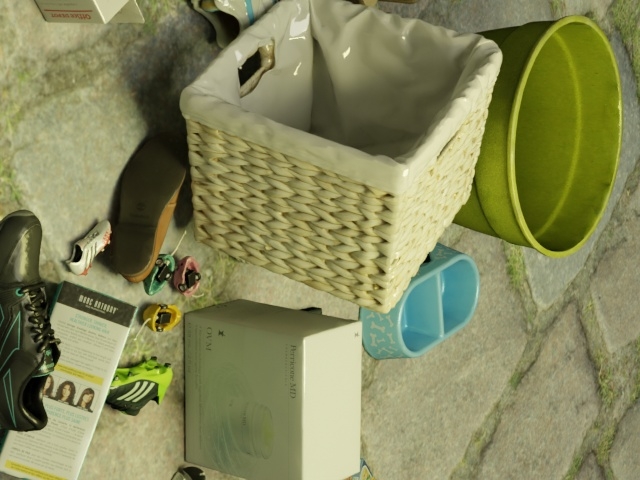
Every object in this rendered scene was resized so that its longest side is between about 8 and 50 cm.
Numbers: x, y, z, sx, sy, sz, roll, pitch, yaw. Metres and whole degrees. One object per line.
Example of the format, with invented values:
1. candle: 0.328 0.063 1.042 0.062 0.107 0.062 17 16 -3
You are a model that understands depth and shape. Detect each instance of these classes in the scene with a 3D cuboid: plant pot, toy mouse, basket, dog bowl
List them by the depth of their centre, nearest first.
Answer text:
1. basket: 0.032 -0.128 1.793 0.328 0.331 0.266 -51 152 -43
2. toy mouse: -0.207 0.051 1.808 0.161 0.031 0.143 -13 116 -58
3. plant pot: 0.239 -0.177 2.102 0.366 0.353 0.366 -16 109 -52
4. dog bowl: 0.181 0.108 2.315 0.297 0.074 0.166 -26 117 -48

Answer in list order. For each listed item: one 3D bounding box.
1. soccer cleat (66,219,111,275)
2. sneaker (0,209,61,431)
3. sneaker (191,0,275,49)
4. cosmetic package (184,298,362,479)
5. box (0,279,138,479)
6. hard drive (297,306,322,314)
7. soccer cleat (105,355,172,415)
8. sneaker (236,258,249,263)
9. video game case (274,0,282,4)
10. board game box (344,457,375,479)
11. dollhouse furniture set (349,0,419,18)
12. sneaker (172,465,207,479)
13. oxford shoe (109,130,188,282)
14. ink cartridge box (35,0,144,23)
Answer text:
1. soccer cleat: -0.296 0.006 1.693 0.083 0.029 0.035 -61 143 -19
2. sneaker: -0.345 0.097 1.544 0.101 0.106 0.267 -23 126 -66
3. sneaker: -0.136 -0.362 1.789 0.092 0.087 0.228 -53 133 -31
4. cosmetic package: -0.068 0.216 1.873 0.138 0.225 0.224 -12 106 -52
5. box: -0.315 0.180 1.637 0.100 0.060 0.244 22 76 -15
6. hard drive: -0.033 0.176 2.082 0.094 0.022 0.135 -8 103 -52
7. soccer cleat: -0.264 0.199 1.752 0.179 0.060 0.072 -2 111 -54
8. sneaker: 0.000 0.000 1.983 0.268 0.153 0.101 -5 101 -53
9. video game case: -0.067 -0.434 1.921 0.190 0.022 0.173 50 57 -46
10. board game box: 0.047 0.468 2.152 0.136 0.035 0.201 64 35 -57
11. dollhouse furniture set: 0.085 -0.374 1.996 0.242 0.161 0.212 -64 147 -23
12. sneaker: -0.195 0.422 1.878 0.190 0.071 0.083 -64 146 -22
13. oxford shoe: -0.227 -0.044 1.759 0.076 0.076 0.212 86 21 -71
14. ink cartridge box: -0.295 -0.316 1.567 0.061 0.104 0.181 -54 135 -32
